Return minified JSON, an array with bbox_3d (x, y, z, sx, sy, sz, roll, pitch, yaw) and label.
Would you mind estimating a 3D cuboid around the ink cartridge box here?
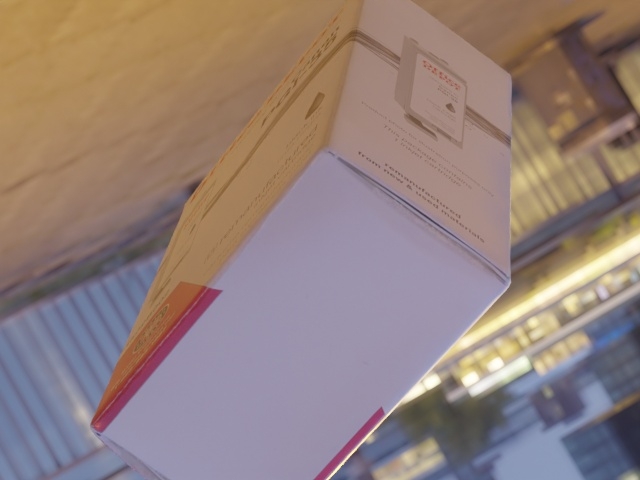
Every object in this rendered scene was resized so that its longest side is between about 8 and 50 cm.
[{"bbox_3d":[0.000,0.000,1.017,0.207,0.117,0.283,-50,-169,23],"label":"ink cartridge box"}]
